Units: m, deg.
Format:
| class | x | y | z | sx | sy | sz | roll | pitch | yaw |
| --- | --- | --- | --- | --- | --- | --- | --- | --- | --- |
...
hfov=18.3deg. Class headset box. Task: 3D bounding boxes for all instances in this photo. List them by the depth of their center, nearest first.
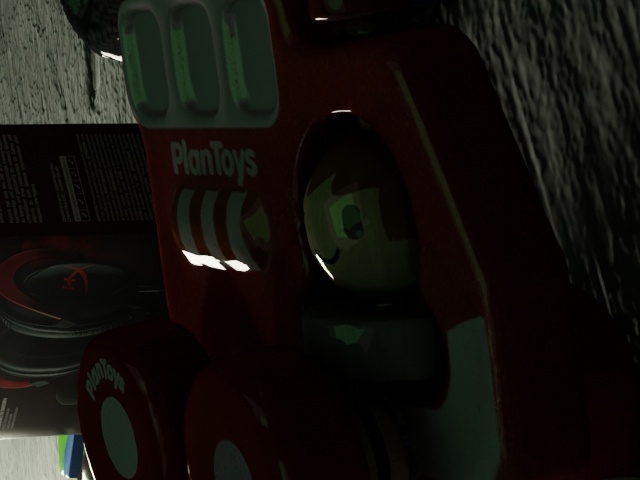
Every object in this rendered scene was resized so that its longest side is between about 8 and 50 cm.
| class | x | y | z | sx | sy | sz | roll | pitch | yaw |
| --- | --- | --- | --- | --- | --- | --- | --- | --- | --- |
| headset box | -0.235 | 0.032 | 1.352 | 0.218 | 0.293 | 0.110 | 111 | 150 | -43 |

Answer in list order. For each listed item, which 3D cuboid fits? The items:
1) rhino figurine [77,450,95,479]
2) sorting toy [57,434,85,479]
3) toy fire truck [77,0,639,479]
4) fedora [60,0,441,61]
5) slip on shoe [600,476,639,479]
| class | x | y | z | sx | sy | sz | roll | pitch | yaw |
| --- | --- | --- | --- | --- | --- | --- | --- | --- | --- |
| rhino figurine | -0.137 | 0.186 | 1.401 | 0.106 | 0.073 | 0.243 | 63 | 144 | 35 |
| sorting toy | -0.180 | 0.205 | 1.575 | 0.193 | 0.038 | 0.208 | -176 | 85 | -69 |
| toy fire truck | 0.000 | 0.000 | 0.845 | 0.302 | 0.169 | 0.254 | 5 | 106 | 63 |
| fedora | -0.059 | -0.205 | 1.025 | 0.334 | 0.152 | 0.334 | 13 | 105 | 60 |
| slip on shoe | 0.116 | 0.226 | 0.638 | 0.101 | 0.123 | 0.331 | 88 | -177 | -59 |
